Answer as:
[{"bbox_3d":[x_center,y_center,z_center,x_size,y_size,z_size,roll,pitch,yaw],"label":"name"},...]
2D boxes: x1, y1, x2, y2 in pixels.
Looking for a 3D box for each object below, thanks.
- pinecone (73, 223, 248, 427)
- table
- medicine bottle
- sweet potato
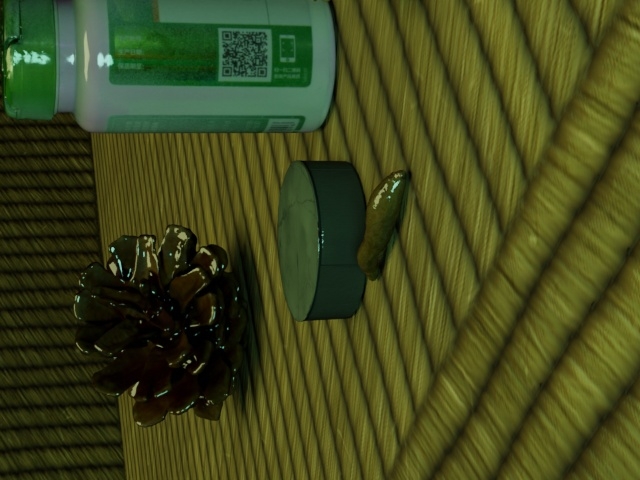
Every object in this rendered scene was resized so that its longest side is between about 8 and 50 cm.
[{"bbox_3d":[-0.180,0.096,1.445,0.201,0.203,0.228,-6,-83,-74],"label":"pinecone"},{"bbox_3d":[0.000,0.000,1.071,0.133,0.043,0.133,179,90,-75],"label":"table"},{"bbox_3d":[-0.133,-0.156,1.108,0.133,0.274,0.133,178,90,-74],"label":"medicine bottle"},{"bbox_3d":[0.042,-0.009,0.952,0.115,0.026,0.026,106,157,-45],"label":"sweet potato"}]
